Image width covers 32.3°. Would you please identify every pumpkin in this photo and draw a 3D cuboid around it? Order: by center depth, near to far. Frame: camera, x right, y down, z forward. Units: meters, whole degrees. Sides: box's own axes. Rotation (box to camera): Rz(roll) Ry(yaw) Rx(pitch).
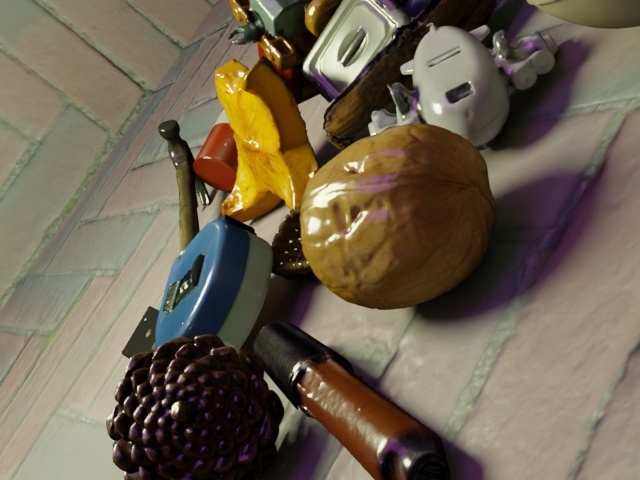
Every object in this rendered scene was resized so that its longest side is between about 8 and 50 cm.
[{"bbox_3d":[-0.093,-0.146,1.665,0.095,0.258,0.290,-23,14,-23],"label":"pumpkin"}]

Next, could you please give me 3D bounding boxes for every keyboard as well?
[{"bbox_3d":[-0.239,0.163,1.727,0.106,0.027,0.317,-59,22,-9],"label":"keyboard"}]

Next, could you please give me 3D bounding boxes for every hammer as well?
[{"bbox_3d":[-0.228,-0.031,1.888,0.044,0.168,0.440,-18,37,5],"label":"hammer"}]

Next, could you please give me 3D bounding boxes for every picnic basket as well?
[{"bbox_3d":[0.000,0.000,1.459,0.193,0.055,0.110,-11,51,62],"label":"picnic basket"}]

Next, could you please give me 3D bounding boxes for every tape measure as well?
[{"bbox_3d":[-0.161,0.131,1.468,0.215,0.098,0.351,-44,30,44],"label":"tape measure"}]

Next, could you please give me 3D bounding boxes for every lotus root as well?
[{"bbox_3d":[0.143,-0.237,1.502,0.329,0.078,0.167,-48,-16,4],"label":"lotus root"}]

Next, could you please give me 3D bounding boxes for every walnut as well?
[{"bbox_3d":[0.083,-0.025,1.173,0.225,0.193,0.193,-27,32,41],"label":"walnut"}]

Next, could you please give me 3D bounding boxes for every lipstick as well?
[{"bbox_3d":[0.021,0.165,1.133,0.077,0.077,0.418,-53,23,-4],"label":"lipstick"}]

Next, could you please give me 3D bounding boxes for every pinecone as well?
[{"bbox_3d":[-0.141,0.209,1.249,0.208,0.207,0.208,-42,23,23],"label":"pinecone"}]

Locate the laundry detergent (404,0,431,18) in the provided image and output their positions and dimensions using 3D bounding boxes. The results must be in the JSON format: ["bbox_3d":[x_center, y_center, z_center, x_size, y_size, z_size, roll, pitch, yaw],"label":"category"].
[{"bbox_3d":[0.151,-0.313,1.619,0.206,0.097,0.061,-46,-6,25],"label":"laundry detergent"}]

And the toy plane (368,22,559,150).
[{"bbox_3d":[0.168,-0.186,1.339,0.252,0.118,0.252,-24,30,14],"label":"toy plane"}]

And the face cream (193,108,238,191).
[{"bbox_3d":[-0.148,-0.200,2.025,0.096,0.096,0.214,-23,35,51],"label":"face cream"}]

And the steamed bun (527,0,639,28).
[{"bbox_3d":[0.323,-0.389,1.091,0.374,0.334,0.334,-50,21,-8],"label":"steamed bun"}]

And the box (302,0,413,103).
[{"bbox_3d":[0.071,-0.268,1.575,0.124,0.093,0.172,49,116,28],"label":"box"}]

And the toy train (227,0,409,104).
[{"bbox_3d":[0.024,-0.354,1.697,0.369,0.163,0.232,-28,-27,-17],"label":"toy train"}]
